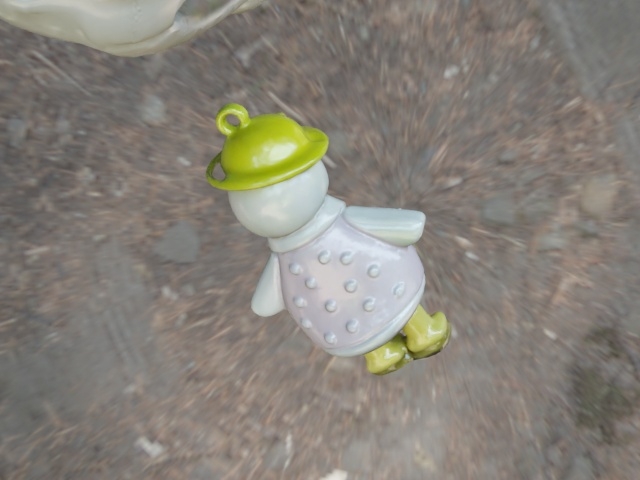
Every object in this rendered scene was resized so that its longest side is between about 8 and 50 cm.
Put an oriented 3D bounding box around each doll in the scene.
[{"bbox_3d":[0.000,0.000,1.121,0.129,0.081,0.207,-26,114,24],"label":"doll"}]

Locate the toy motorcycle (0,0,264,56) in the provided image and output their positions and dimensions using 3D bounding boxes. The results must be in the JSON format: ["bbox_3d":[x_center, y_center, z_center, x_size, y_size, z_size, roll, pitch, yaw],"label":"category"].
[{"bbox_3d":[-0.004,-0.158,0.489,0.108,0.223,0.341,33,64,16],"label":"toy motorcycle"}]
